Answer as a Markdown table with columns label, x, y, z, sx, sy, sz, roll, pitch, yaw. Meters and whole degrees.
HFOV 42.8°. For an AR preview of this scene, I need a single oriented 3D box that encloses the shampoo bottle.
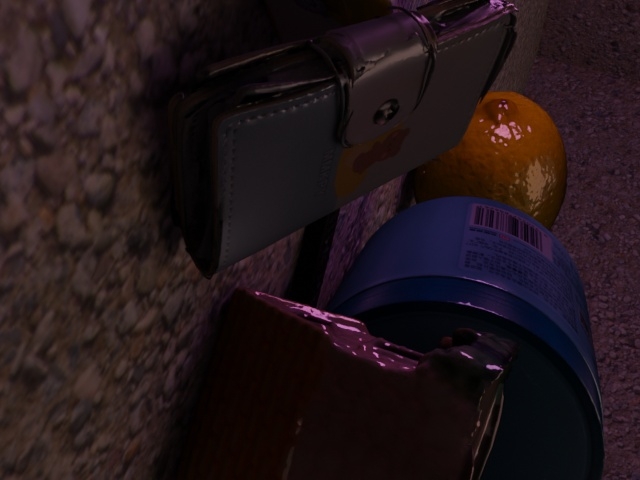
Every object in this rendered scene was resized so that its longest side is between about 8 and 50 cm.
| label | x | y | z | sx | sy | sz | roll | pitch | yaw |
| --- | --- | --- | --- | --- | --- | --- | --- | --- | --- |
| shampoo bottle | 0.160 | 0.146 | 0.980 | 0.343 | 0.331 | 0.331 | -56 | 160 | -63 |

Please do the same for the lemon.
| label | x | y | z | sx | sy | sz | roll | pitch | yaw |
| --- | --- | --- | --- | --- | --- | --- | --- | --- | --- |
| lemon | 0.274 | -0.104 | 1.326 | 0.284 | 0.260 | 0.261 | 54 | 53 | -49 |

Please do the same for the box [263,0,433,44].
| label | x | y | z | sx | sy | sz | roll | pitch | yaw |
| --- | --- | --- | --- | --- | --- | --- | --- | --- | --- |
| box | 0.055 | -0.254 | 0.602 | 0.168 | 0.097 | 0.265 | 56 | 53 | -72 |

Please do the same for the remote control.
| label | x | y | z | sx | sy | sz | roll | pitch | yaw |
| --- | --- | --- | --- | --- | --- | --- | --- | --- | --- |
| remote control | 0.000 | 0.000 | 0.862 | 0.063 | 0.025 | 0.245 | -33 | 139 | -70 |

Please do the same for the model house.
| label | x | y | z | sx | sy | sz | roll | pitch | yaw |
| --- | --- | --- | --- | --- | --- | --- | --- | --- | --- |
| model house | 0.026 | 0.148 | 0.698 | 0.237 | 0.237 | 0.202 | -5 | 111 | -71 |

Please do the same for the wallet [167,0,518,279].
| label | x | y | z | sx | sy | sz | roll | pitch | yaw |
| --- | --- | --- | --- | --- | --- | --- | --- | --- | --- |
| wallet | 0.013 | -0.078 | 0.526 | 0.231 | 0.069 | 0.170 | -27 | 155 | -26 |
